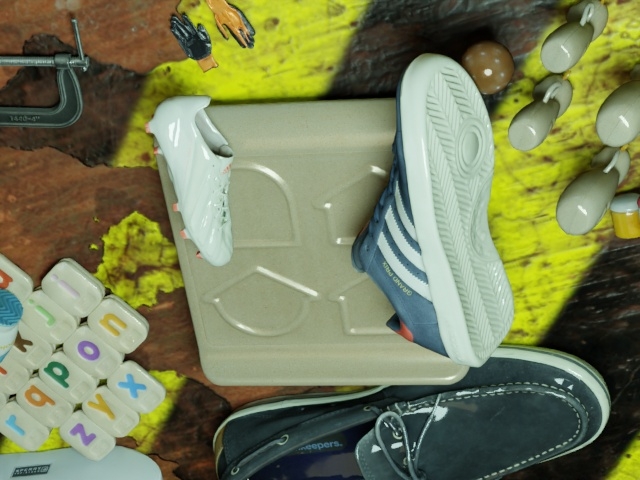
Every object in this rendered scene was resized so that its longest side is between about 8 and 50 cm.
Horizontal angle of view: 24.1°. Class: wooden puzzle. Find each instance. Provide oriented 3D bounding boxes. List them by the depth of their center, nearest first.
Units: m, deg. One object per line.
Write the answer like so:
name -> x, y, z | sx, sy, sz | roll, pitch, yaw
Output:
wooden puzzle -> 0.000, 0.000, 1.673 | 0.322, 0.080, 0.348 | -2, 120, 11

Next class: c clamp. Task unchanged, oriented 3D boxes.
c clamp -> -0.324, -0.181, 1.635 | 0.160, 0.022, 0.137 | -3, 129, 10

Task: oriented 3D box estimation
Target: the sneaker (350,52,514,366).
sneaker -> 0.092, -0.029, 1.513 | 0.148, 0.131, 0.350 | 14, 128, 36

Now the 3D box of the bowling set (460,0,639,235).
bowling set -> 0.255, -0.171, 1.485 | 0.200, 0.154, 0.287 | 33, 127, 9

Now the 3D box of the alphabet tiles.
alphabet tiles -> -0.338, 0.146, 1.855 | 0.278, 0.021, 0.284 | 39, 122, -10

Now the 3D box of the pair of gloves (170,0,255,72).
pair of gloves -> -0.113, -0.220, 1.574 | 0.083, 0.010, 0.074 | -24, 119, 27

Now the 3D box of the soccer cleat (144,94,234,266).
soccer cleat -> -0.120, -0.061, 1.574 | 0.076, 0.068, 0.196 | -13, 114, 14

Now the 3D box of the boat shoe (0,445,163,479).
boat shoe -> -0.335, 0.340, 1.949 | 0.301, 0.108, 0.102 | -6, 123, 17

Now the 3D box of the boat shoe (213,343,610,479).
boat shoe -> 0.099, 0.250, 1.780 | 0.500, 0.156, 0.187 | -12, 120, 16

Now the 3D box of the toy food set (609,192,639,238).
toy food set -> 0.409, -0.062, 1.535 | 0.232, 0.111, 0.104 | -8, 111, 16

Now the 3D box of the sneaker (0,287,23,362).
sneaker -> -0.473, 0.080, 1.789 | 0.228, 0.087, 0.092 | 25, 124, 3
